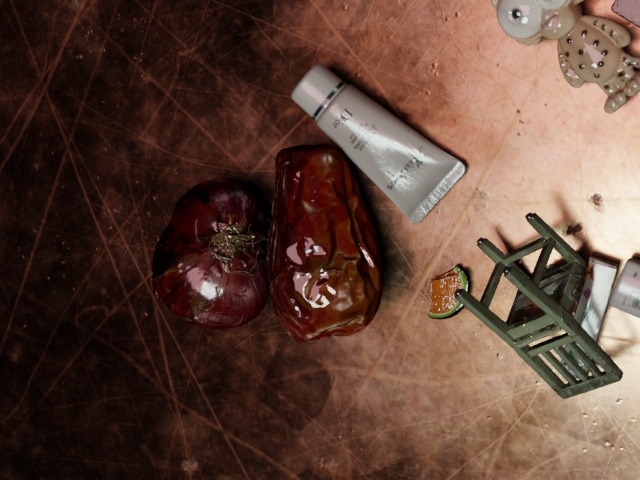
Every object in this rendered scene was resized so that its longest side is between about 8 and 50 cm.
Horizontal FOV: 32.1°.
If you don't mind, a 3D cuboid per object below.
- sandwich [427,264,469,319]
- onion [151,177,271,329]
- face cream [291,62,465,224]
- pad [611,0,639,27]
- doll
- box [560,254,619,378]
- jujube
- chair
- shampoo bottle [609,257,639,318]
[{"bbox_3d":[0.225,0.090,1.929,0.069,0.026,0.101,10,102,27],"label":"sandwich"},{"bbox_3d":[-0.192,0.021,2.008,0.221,0.281,0.281,3,108,-20],"label":"onion"},{"bbox_3d":[0.090,-0.176,1.909,0.314,0.089,0.143,40,116,0],"label":"face cream"},{"bbox_3d":[0.553,-0.404,1.677,0.143,0.003,0.211,36,114,14],"label":"pad"},{"bbox_3d":[0.391,-0.324,1.709,0.278,0.119,0.154,42,127,9],"label":"doll"},{"bbox_3d":[0.439,0.128,1.828,0.050,0.041,0.207,17,109,18],"label":"box"},{"bbox_3d":[0.000,0.000,1.921,0.216,0.216,0.342,-11,89,27],"label":"jujube"},{"bbox_3d":[0.367,0.105,1.792,0.270,0.147,0.136,41,141,-14],"label":"chair"},{"bbox_3d":[0.576,0.108,1.750,0.227,0.056,0.086,23,111,19],"label":"shampoo bottle"}]
